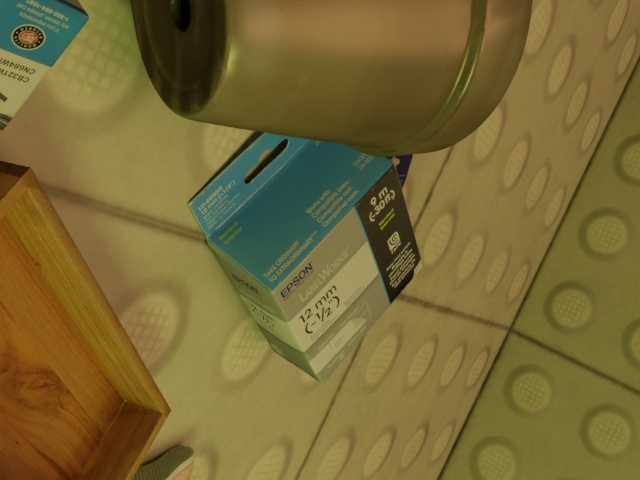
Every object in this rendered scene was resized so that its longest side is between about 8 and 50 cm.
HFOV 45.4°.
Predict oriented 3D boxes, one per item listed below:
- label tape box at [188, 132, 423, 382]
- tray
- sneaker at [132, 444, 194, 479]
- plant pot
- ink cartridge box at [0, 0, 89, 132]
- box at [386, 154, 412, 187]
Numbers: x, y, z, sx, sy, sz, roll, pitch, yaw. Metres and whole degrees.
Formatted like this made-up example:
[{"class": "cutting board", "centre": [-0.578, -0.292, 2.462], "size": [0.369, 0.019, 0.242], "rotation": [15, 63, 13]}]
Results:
[{"class": "label tape box", "centre": [0.000, 0.000, 1.044], "size": [0.249, 0.115, 0.348], "rotation": [-46, 143, -20]}, {"class": "tray", "centre": [-0.281, 0.140, 0.737], "size": [0.411, 0.076, 0.203], "rotation": [79, 31, -48]}, {"class": "sneaker", "centre": [-0.224, 0.340, 1.048], "size": [0.134, 0.051, 0.070], "rotation": [-20, 124, -56]}, {"class": "plant pot", "centre": [-0.015, -0.224, 0.730], "size": [0.280, 0.323, 0.323], "rotation": [-15, 127, -33]}, {"class": "ink cartridge box", "centre": [-0.276, -0.117, 0.494], "size": [0.203, 0.086, 0.148], "rotation": [-46, 154, 17]}, {"class": "box", "centre": [0.075, -0.043, 1.242], "size": [0.136, 0.036, 0.225], "rotation": [-9, 122, -56]}]
